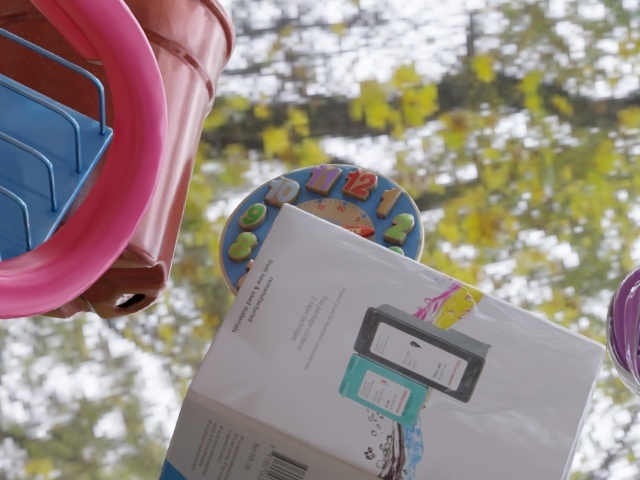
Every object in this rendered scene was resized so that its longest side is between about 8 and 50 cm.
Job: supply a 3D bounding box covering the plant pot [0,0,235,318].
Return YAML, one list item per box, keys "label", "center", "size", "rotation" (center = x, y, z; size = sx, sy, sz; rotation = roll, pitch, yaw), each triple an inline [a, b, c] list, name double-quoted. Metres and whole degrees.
- label: "plant pot"
  center: [-0.224, -0.085, 1.626]
  size: [0.272, 0.272, 0.265]
  rotation: [-27, -130, 47]

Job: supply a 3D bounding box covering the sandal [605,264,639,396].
- label: "sandal"
  center: [0.331, 0.082, 1.554]
  size: [0.169, 0.416, 0.102]
  rotation: [-35, -69, 9]

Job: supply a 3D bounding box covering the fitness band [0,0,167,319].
- label: "fitness band"
  center: [-0.202, -0.082, 0.987]
  size: [0.054, 0.291, 0.209]
  rotation: [16, -112, 44]

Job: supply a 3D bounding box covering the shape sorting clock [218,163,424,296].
- label: "shape sorting clock"
  center: [0.000, 0.000, 1.773]
  size: [0.206, 0.206, 0.040]
  rotation: [39, -28, 36]

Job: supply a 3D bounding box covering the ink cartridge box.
- label: "ink cartridge box"
  center: [0.041, 0.147, 1.349]
  size: [0.270, 0.197, 0.198]
  rotation: [24, -38, 2]

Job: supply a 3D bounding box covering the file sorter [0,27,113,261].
- label: "file sorter"
  center: [-0.253, -0.063, 1.383]
  size: [0.118, 0.170, 0.104]
  rotation: [26, -24, 5]
